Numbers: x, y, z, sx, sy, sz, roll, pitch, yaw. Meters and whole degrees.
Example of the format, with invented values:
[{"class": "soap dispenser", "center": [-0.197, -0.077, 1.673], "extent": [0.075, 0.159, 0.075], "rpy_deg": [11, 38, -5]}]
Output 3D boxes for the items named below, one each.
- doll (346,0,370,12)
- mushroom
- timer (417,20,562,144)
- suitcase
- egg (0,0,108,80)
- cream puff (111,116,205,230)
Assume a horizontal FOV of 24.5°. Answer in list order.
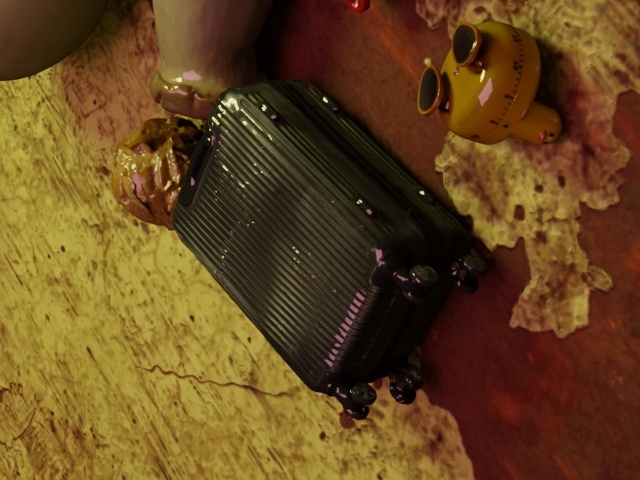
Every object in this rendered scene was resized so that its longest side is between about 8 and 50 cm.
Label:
[{"class": "doll", "center": [0.045, -0.317, 1.329], "extent": [0.183, 0.085, 0.217], "rpy_deg": [37, 116, 38]}, {"class": "mushroom", "center": [-0.095, -0.316, 1.431], "extent": [0.137, 0.154, 0.408], "rpy_deg": [43, 137, 53]}, {"class": "timer", "center": [0.153, -0.132, 1.267], "extent": [0.107, 0.109, 0.107], "rpy_deg": [-43, 39, 48]}, {"class": "suitcase", "center": [0.000, 0.000, 1.406], "extent": [0.312, 0.128, 0.202], "rpy_deg": [45, 127, 29]}, {"class": "egg", "center": [-0.336, -0.300, 1.619], "extent": [0.269, 0.219, 0.219], "rpy_deg": [-44, 67, 29]}, {"class": "cream puff", "center": [-0.154, -0.069, 1.563], "extent": [0.104, 0.119, 0.133], "rpy_deg": [-38, 98, 24]}]
